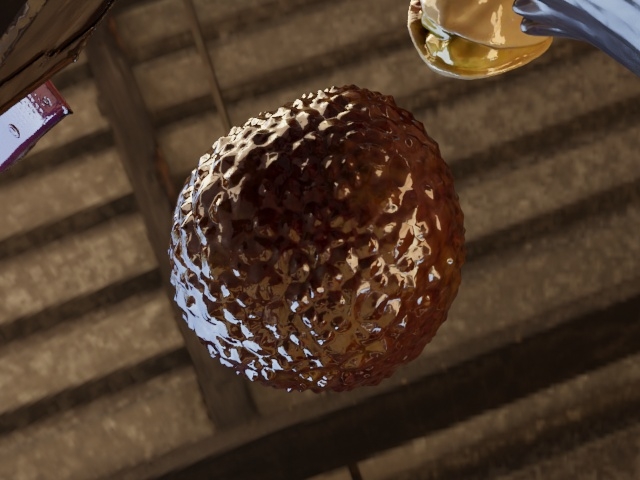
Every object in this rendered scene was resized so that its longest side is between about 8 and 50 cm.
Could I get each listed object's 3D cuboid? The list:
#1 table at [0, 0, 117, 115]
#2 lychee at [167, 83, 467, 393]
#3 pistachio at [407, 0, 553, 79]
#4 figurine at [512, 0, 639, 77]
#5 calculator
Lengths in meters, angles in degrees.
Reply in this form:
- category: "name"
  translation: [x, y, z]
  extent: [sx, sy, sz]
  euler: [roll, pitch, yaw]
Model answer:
- category: "table"
  translation: [-0.240, -0.243, 0.926]
  extent: [0.250, 0.282, 0.196]
  euler: [46, -139, -4]
- category: "lychee"
  translation: [0.000, 0.000, 1.200]
  extent: [0.261, 0.260, 0.260]
  euler: [-5, -126, 7]
- category: "pistachio"
  translation: [0.160, -0.229, 1.374]
  extent: [0.145, 0.117, 0.200]
  euler: [17, -150, 5]
- category: "figurine"
  translation: [0.150, -0.140, 0.690]
  extent: [0.332, 0.185, 0.204]
  euler: [5, -89, 24]
- category: "calculator"
  translation: [-0.298, -0.132, 1.275]
  extent: [0.126, 0.190, 0.034]
  euler: [51, -124, -7]
